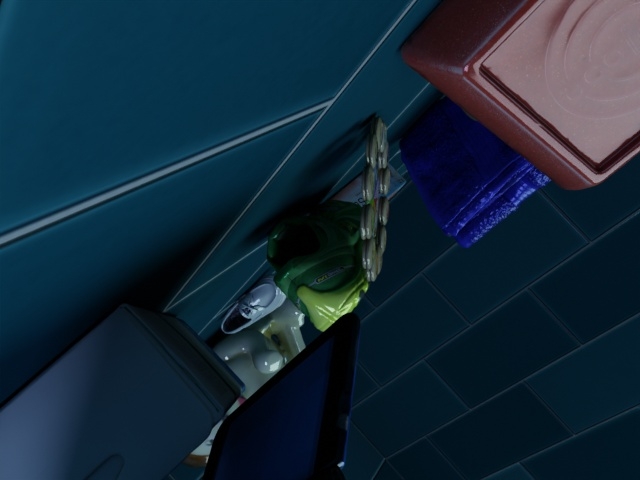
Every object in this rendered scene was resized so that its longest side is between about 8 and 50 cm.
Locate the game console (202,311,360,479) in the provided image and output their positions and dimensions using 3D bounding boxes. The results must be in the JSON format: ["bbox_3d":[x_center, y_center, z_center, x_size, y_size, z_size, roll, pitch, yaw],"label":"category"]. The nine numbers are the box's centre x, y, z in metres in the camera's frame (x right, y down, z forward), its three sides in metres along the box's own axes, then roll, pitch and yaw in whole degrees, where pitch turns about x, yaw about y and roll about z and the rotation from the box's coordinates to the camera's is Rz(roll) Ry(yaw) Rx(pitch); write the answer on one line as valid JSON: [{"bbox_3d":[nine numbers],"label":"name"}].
[{"bbox_3d":[-0.111,0.200,0.525,0.250,0.173,0.293,3,143,-38],"label":"game console"}]

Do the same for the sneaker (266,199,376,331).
[{"bbox_3d":[0.000,0.000,0.811,0.109,0.124,0.295,-48,-167,17],"label":"sneaker"}]

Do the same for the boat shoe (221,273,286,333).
[{"bbox_3d":[-0.135,0.128,1.216,0.184,0.066,0.063,-33,-176,38],"label":"boat shoe"}]

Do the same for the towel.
[{"bbox_3d":[0.256,-0.164,0.916,0.076,0.227,0.308,2,142,-45],"label":"towel"}]

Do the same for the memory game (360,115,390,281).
[{"bbox_3d":[0.064,-0.046,0.702,0.186,0.012,0.186,2,90,-78],"label":"memory game"}]

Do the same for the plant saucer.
[{"bbox_3d":[0.243,-0.167,0.502,0.258,0.259,0.047,-45,-145,26],"label":"plant saucer"}]

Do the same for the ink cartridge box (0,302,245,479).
[{"bbox_3d":[-0.203,0.188,0.616,0.223,0.129,0.307,-42,175,-9],"label":"ink cartridge box"}]

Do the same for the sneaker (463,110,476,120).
[{"bbox_3d":[0.234,-0.233,0.699,0.182,0.157,0.410,-1,174,-16],"label":"sneaker"}]

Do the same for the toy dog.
[{"bbox_3d":[-0.221,0.342,1.498,0.396,0.284,0.408,-4,-164,24],"label":"toy dog"}]

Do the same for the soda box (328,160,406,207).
[{"bbox_3d":[0.058,-0.060,1.028,0.183,0.063,0.058,-41,176,-30],"label":"soda box"}]
